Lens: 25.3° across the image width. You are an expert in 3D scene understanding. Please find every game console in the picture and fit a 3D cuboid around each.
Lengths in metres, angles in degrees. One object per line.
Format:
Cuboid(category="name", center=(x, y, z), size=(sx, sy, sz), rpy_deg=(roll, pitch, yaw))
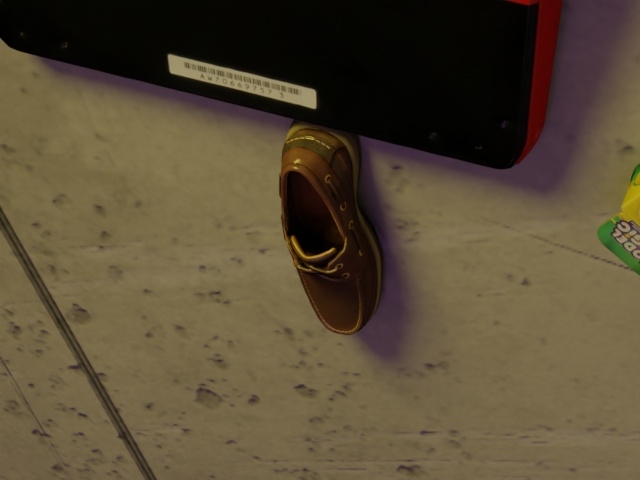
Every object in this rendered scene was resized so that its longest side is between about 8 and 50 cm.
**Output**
Cuboid(category="game console", center=(-0.045, -0.209, 0.825), size=(0.386, 0.060, 0.342), rpy_deg=(15, 143, 14))

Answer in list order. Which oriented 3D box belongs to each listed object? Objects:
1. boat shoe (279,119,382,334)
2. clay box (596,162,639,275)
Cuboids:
Cuboid(category="boat shoe", center=(0.000, 0.000, 0.984), size=(0.064, 0.060, 0.178), rpy_deg=(6, 130, 21))
Cuboid(category="clay box", center=(0.278, -0.034, 0.828), size=(0.127, 0.053, 0.222), rpy_deg=(39, 135, -10))
